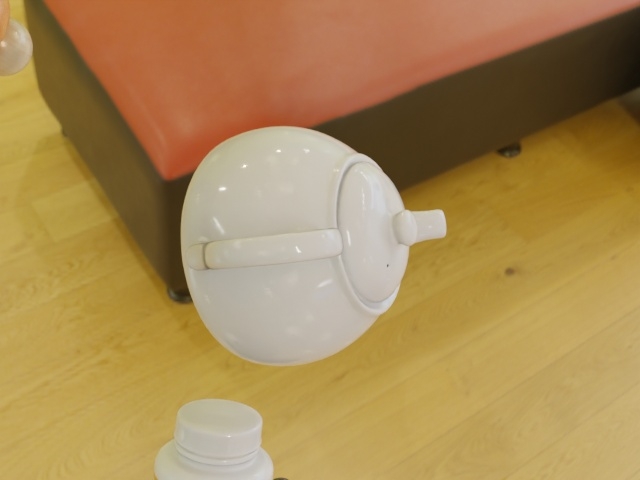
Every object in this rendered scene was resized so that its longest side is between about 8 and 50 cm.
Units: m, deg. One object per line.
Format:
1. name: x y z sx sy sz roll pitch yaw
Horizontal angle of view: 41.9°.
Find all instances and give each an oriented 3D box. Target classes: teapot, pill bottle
1. teapot: 0.000 0.000 0.797 0.187 0.252 0.256 -7 45 29
2. pill bottle: -0.110 0.272 0.828 0.117 0.215 0.117 8 11 -2

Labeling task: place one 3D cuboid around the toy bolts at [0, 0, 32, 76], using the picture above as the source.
1. toy bolts: -0.413 -0.213 0.832 0.218 0.158 0.228 -42 56 11

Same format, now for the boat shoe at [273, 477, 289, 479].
1. boat shoe: -0.069 0.431 1.121 0.114 0.302 0.091 -8 46 -38
